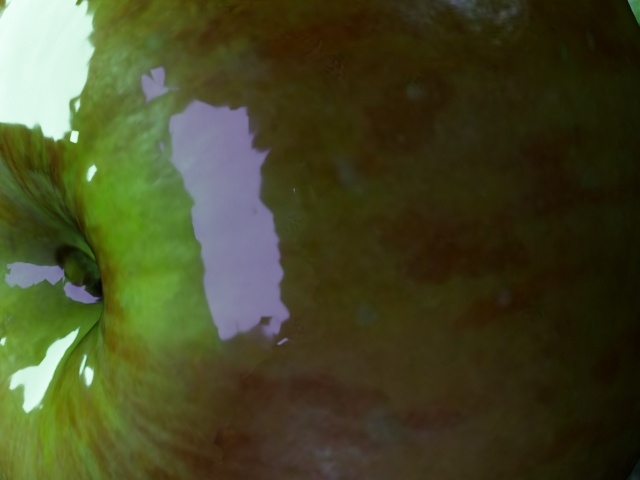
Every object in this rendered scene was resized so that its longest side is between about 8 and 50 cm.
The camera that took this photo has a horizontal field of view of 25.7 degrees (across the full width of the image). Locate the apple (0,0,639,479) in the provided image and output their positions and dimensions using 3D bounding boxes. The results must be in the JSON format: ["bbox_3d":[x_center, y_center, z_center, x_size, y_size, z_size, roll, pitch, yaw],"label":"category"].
[{"bbox_3d":[0.000,0.000,0.713,0.400,0.333,0.400,19,113,53],"label":"apple"}]
